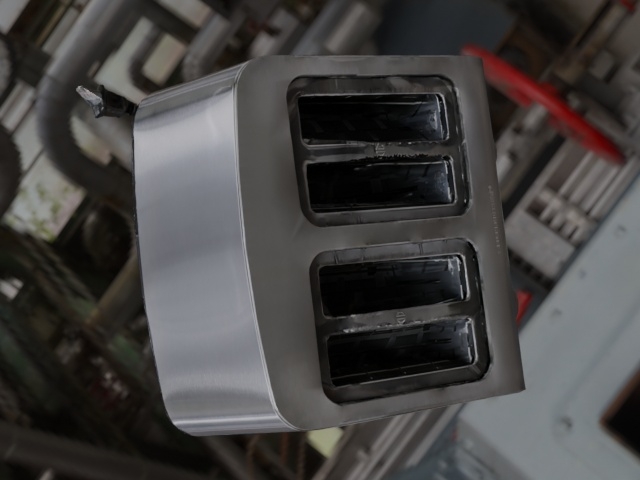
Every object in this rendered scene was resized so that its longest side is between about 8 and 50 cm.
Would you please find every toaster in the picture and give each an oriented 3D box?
[{"bbox_3d":[0.000,0.000,0.622,0.186,0.168,0.110,-4,175,-34],"label":"toaster"}]
